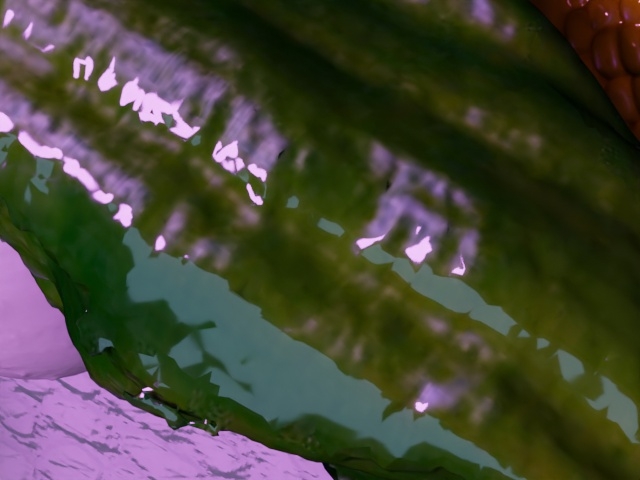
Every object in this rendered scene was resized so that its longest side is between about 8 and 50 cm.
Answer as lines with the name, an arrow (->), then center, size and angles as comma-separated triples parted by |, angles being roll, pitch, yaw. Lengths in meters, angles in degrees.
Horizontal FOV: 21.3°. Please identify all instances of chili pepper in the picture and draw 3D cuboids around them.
chili pepper -> 0.006, -0.008, 0.532 | 0.385, 0.167, 0.213 | 36, -179, 5

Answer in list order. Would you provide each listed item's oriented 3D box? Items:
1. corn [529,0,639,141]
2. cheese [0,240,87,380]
corn -> 0.107, -0.067, 0.614 | 0.305, 0.106, 0.106 | -5, 127, 41
cheese -> -0.124, -0.041, 0.712 | 0.154, 0.189, 0.198 | -15, 130, 6
